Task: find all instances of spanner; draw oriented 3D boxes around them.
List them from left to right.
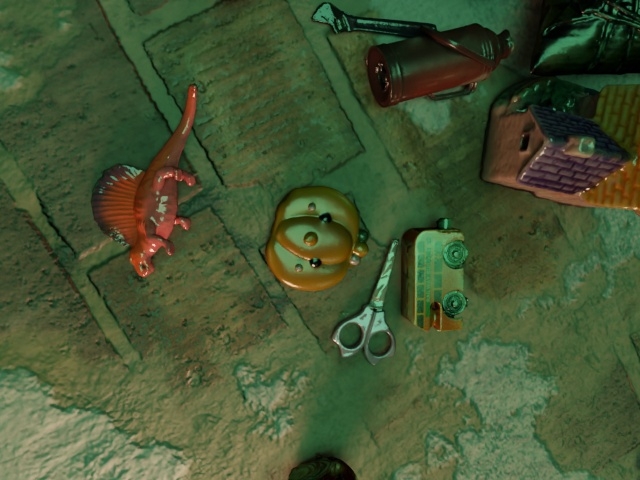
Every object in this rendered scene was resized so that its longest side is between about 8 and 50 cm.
[{"bbox_3d":[0.088,-0.340,0.928,0.209,0.012,0.046,2,94,-14],"label":"spanner"}]

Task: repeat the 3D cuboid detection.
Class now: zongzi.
[{"bbox_3d":[0.535,-0.379,0.860,0.384,0.362,0.319,12,75,-12],"label":"zongzi"}]

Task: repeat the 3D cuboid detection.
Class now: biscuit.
[{"bbox_3d":[0.001,0.000,0.922,0.170,0.050,0.170,-2,97,-13],"label":"biscuit"}]

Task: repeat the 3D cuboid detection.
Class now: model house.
[{"bbox_3d":[0.412,-0.158,0.907,0.237,0.237,0.202,14,94,-14],"label":"model house"}]

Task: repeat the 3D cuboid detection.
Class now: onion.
[{"bbox_3d":[0.006,0.405,0.939,0.117,0.118,0.118,-23,102,24],"label":"onion"}]

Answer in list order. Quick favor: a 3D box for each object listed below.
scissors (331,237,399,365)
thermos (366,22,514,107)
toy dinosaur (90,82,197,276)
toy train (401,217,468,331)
[{"bbox_3d":[0.092,0.098,0.968,0.110,0.021,0.212,16,92,-11],"label":"scissors"},{"bbox_3d":[0.196,-0.276,0.922,0.232,0.099,0.124,-16,130,-13],"label":"thermos"},{"bbox_3d":[-0.258,-0.091,0.859,0.139,0.070,0.285,8,92,8],"label":"toy dinosaur"},{"bbox_3d":[0.183,0.057,0.962,0.099,0.072,0.188,-2,97,-7],"label":"toy train"}]
